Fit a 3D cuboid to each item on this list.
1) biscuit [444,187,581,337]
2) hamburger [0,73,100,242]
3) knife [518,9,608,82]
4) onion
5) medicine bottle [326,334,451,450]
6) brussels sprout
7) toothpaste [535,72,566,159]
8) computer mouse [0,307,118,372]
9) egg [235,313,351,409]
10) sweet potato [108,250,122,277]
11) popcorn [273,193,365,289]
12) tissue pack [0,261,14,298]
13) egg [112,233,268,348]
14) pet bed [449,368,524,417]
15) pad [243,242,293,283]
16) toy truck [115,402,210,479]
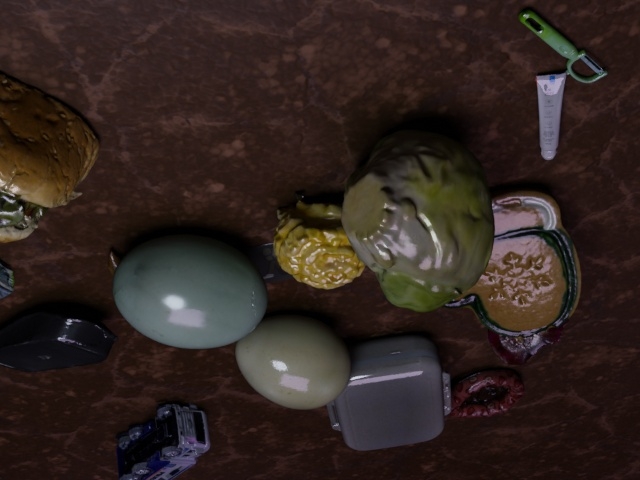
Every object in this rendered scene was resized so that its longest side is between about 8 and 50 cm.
[{"bbox_3d":[0.342,0.058,1.902,0.287,0.057,0.343,-13,124,11],"label":"biscuit"},{"bbox_3d":[-0.475,-0.112,1.473,0.330,0.209,0.162,23,134,-38],"label":"hamburger"},{"bbox_3d":[0.365,-0.295,1.550,0.054,0.015,0.212,-27,141,36],"label":"knife"},{"bbox_3d":[0.428,0.169,2.114,0.173,0.135,0.198,-41,175,13],"label":"onion"},{"bbox_3d":[0.153,0.350,2.288,0.282,0.123,0.375,-10,145,1],"label":"medicine bottle"},{"bbox_3d":[0.153,-0.043,1.640,0.243,0.273,0.316,-6,146,37],"label":"brussels sprout"},{"bbox_3d":[0.378,-0.205,1.663,0.048,0.031,0.190,-4,141,8],"label":"toothpaste"},{"bbox_3d":[-0.534,0.191,1.978,0.295,0.087,0.168,-14,152,30],"label":"computer mouse"},{"bbox_3d":[-0.056,0.244,2.049,0.254,0.188,0.188,20,136,-23],"label":"egg"},{"bbox_3d":[-0.319,0.098,1.909,0.067,0.067,0.274,-25,137,22],"label":"sweet potato"},{"bbox_3d":[0.000,0.000,1.759,0.180,0.170,0.180,-4,-178,0],"label":"popcorn"},{"bbox_3d":[-0.693,0.080,1.799,0.236,0.073,0.173,-25,139,21],"label":"tissue pack"},{"bbox_3d":[-0.229,0.091,1.795,0.283,0.203,0.203,13,139,-20],"label":"egg"},{"bbox_3d":[0.395,0.369,2.422,0.201,0.053,0.201,-10,144,-7],"label":"pet bed"},{"bbox_3d":[-0.042,0.034,1.923,0.190,0.004,0.127,-12,144,4],"label":"pad"},{"bbox_3d":[-0.362,0.488,2.378,0.155,0.124,0.268,15,140,-39],"label":"toy truck"}]
